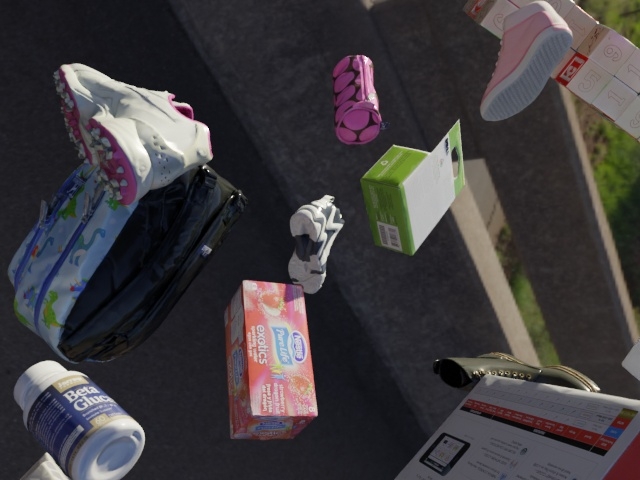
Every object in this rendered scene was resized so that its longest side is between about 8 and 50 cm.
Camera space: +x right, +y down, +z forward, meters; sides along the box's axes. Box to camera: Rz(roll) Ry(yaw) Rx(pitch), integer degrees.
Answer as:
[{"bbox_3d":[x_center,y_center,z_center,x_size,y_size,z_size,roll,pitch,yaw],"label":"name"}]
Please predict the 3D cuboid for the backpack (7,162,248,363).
[{"bbox_3d":[-0.315,0.023,1.068,0.355,0.274,0.290,-68,160,-4],"label":"backpack"}]

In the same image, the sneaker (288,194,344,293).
[{"bbox_3d":[0.000,0.000,1.546,0.153,0.094,0.234,-44,139,-42],"label":"sneaker"}]

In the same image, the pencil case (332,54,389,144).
[{"bbox_3d":[0.071,-0.275,1.289,0.209,0.095,0.098,-95,-166,-46],"label":"pencil case"}]

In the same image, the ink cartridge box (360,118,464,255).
[{"bbox_3d":[0.208,-0.122,1.452,0.255,0.097,0.188,-48,139,-32],"label":"ink cartridge box"}]

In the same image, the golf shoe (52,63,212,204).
[{"bbox_3d":[-0.246,-0.151,0.867,0.140,0.306,0.115,-22,134,-25],"label":"golf shoe"}]

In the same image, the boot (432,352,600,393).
[{"bbox_3d":[0.268,0.206,0.946,0.137,0.198,0.076,8,87,-36],"label":"boot"}]

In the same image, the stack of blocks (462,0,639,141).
[{"bbox_3d":[0.346,-0.250,0.909,0.297,0.087,0.171,31,22,-14],"label":"stack of blocks"}]

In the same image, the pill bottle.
[{"bbox_3d":[-0.304,0.220,0.833,0.094,0.169,0.094,-34,139,-36],"label":"pill bottle"}]

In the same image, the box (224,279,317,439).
[{"bbox_3d":[-0.094,0.214,1.211,0.123,0.128,0.256,7,55,-22],"label":"box"}]

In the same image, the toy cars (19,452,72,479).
[{"bbox_3d":[-0.422,0.455,0.959,0.087,0.177,0.393,58,16,-35],"label":"toy cars"}]

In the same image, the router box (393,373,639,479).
[{"bbox_3d":[0.160,0.276,0.653,0.082,0.335,0.301,45,79,-2],"label":"router box"}]

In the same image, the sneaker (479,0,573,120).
[{"bbox_3d":[0.209,-0.192,0.716,0.051,0.134,0.070,2,56,-23],"label":"sneaker"}]

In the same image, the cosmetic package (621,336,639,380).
[{"bbox_3d":[0.511,0.118,0.895,0.231,0.085,0.117,-14,135,-36],"label":"cosmetic package"}]
